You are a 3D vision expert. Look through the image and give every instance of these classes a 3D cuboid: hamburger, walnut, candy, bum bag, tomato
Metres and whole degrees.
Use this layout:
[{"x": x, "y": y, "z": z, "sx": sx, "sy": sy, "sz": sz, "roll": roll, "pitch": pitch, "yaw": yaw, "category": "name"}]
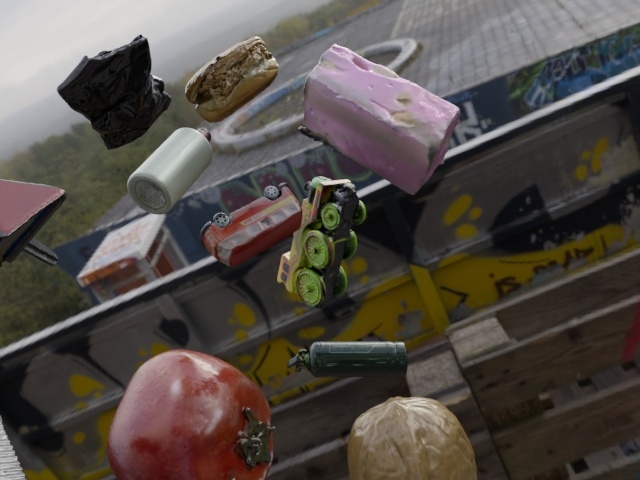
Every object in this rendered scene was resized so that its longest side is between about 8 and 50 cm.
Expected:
[{"x": -0.130, "y": -0.233, "z": 0.909, "sx": 0.138, "sy": 0.083, "sz": 0.147, "roll": -34, "pitch": 16, "yaw": -6, "category": "hamburger"}, {"x": 0.159, "y": 0.394, "z": 1.088, "sx": 0.225, "sy": 0.261, "sz": 0.225, "roll": -13, "pitch": 13, "yaw": 3, "category": "walnut"}, {"x": 0.098, "y": -0.209, "z": 1.083, "sx": 0.265, "sy": 0.155, "sz": 0.116, "roll": 33, "pitch": 61, "yaw": 15, "category": "candy"}, {"x": -0.288, "y": -0.209, "z": 0.914, "sx": 0.137, "sy": 0.074, "sz": 0.310, "roll": -43, "pitch": 1, "yaw": -9, "category": "bum bag"}, {"x": -0.240, "y": 0.369, "z": 1.188, "sx": 0.290, "sy": 0.325, "sz": 0.293, "roll": -3, "pitch": 60, "yaw": 23, "category": "tomato"}]

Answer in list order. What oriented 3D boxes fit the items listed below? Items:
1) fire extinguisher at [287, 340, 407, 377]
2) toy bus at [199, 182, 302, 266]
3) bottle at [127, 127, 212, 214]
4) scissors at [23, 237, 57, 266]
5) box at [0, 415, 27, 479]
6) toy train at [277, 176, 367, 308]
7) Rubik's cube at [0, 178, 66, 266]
[{"x": 0.067, "y": 0.316, "z": 1.647, "sx": 0.311, "sy": 0.114, "sz": 0.095, "roll": 1, "pitch": 64, "yaw": -3, "category": "fire extinguisher"}, {"x": -0.111, "y": -0.022, "z": 1.044, "sx": 0.174, "sy": 0.079, "sz": 0.077, "roll": -31, "pitch": 67, "yaw": -24, "category": "toy bus"}, {"x": -0.302, "y": -0.164, "z": 1.323, "sx": 0.104, "sy": 0.104, "sz": 0.245, "roll": -12, "pitch": 32, "yaw": 31, "category": "bottle"}, {"x": -0.400, "y": -0.037, "z": 0.705, "sx": 0.024, "sy": 0.317, "sz": 0.160, "roll": -24, "pitch": 60, "yaw": 4, "category": "scissors"}, {"x": -0.511, "y": 0.335, "z": 0.838, "sx": 0.178, "sy": 0.138, "sz": 0.274, "roll": 5, "pitch": 19, "yaw": -43, "category": "box"}, {"x": 0.000, "y": 0.000, "z": 1.323, "sx": 0.100, "sy": 0.296, "sz": 0.160, "roll": -11, "pitch": 36, "yaw": -41, "category": "toy train"}, {"x": -0.328, "y": -0.014, "z": 0.490, "sx": 0.234, "sy": 0.250, "sz": 0.284, "roll": -31, "pitch": -3, "yaw": -24, "category": "Rubik's cube"}]
